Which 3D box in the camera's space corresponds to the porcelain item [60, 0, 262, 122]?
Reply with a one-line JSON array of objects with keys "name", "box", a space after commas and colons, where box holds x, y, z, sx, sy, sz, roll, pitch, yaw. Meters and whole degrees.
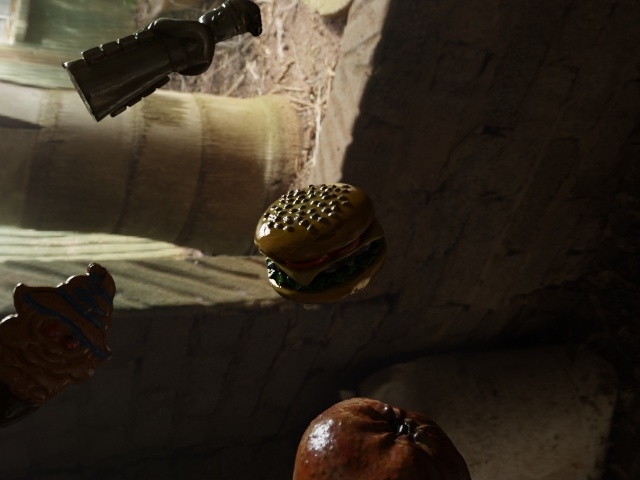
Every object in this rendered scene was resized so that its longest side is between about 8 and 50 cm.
[{"name": "porcelain item", "box": [-0.161, -0.205, 0.620, 0.054, 0.213, 0.084, 52, 163, 18]}]

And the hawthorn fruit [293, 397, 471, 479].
[{"name": "hawthorn fruit", "box": [0.053, 0.265, 0.576, 0.179, 0.179, 0.200, 47, 126, 56]}]

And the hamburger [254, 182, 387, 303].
[{"name": "hamburger", "box": [0.000, 0.000, 0.692, 0.162, 0.162, 0.115, 45, 157, 57]}]

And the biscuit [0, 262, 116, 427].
[{"name": "biscuit", "box": [-0.412, 0.157, 0.885, 0.043, 0.183, 0.280, -1, 54, 55]}]
